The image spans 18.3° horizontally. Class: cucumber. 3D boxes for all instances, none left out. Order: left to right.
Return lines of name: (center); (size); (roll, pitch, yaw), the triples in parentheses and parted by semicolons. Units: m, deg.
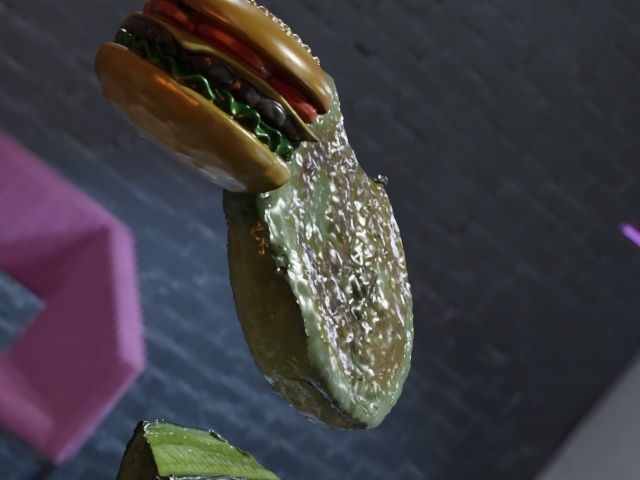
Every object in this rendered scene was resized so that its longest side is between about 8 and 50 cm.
cucumber: (-0.090, 0.151, 1.314); (0.070, 0.046, 0.220); (44, 7, 19)

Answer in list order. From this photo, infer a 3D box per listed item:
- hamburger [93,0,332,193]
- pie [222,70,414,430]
hamburger: (-0.069, -0.104, 1.331); (0.162, 0.115, 0.162); (36, -4, 3)
pie: (-0.001, 0.006, 1.533); (0.302, 0.067, 0.302); (-13, 90, -70)
